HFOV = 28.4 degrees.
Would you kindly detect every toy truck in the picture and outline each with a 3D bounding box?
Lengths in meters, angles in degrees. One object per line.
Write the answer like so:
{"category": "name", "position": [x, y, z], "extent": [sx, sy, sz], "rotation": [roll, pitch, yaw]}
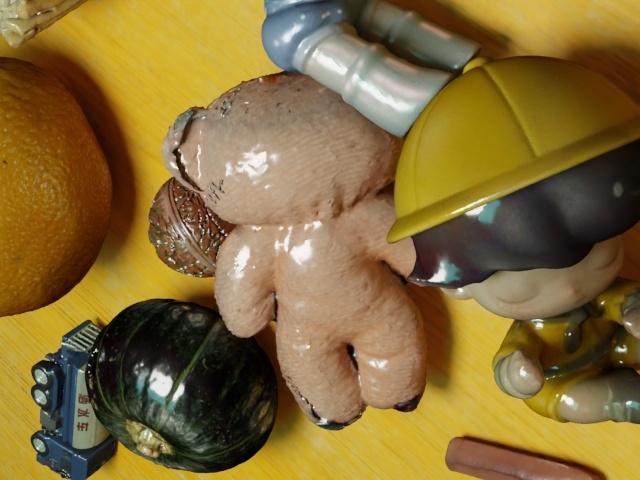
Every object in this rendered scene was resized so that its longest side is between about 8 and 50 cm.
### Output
{"category": "toy truck", "position": [-0.267, 0.178, 1.409], "extent": [0.088, 0.074, 0.202], "rotation": [27, 128, 20]}

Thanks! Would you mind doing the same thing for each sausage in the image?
{"category": "sausage", "position": [0.160, 0.186, 1.026], "extent": [0.147, 0.035, 0.030], "rotation": [8, 84, 41]}

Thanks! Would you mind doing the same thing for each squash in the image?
{"category": "squash", "position": [-0.130, 0.138, 1.192], "extent": [0.193, 0.156, 0.193], "rotation": [11, 126, 16]}

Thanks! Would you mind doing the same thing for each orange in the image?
{"category": "orange", "position": [-0.325, -0.053, 1.208], "extent": [0.264, 0.264, 0.264], "rotation": [22, 125, 35]}

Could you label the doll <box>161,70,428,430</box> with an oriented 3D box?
{"category": "doll", "position": [0.000, 0.000, 1.016], "extent": [0.156, 0.201, 0.303], "rotation": [-111, 6, -66]}

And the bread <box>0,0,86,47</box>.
{"category": "bread", "position": [-0.283, -0.305, 1.086], "extent": [0.274, 0.149, 0.274], "rotation": [36, 143, 34]}

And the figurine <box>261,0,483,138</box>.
{"category": "figurine", "position": [-0.074, -0.206, 0.888], "extent": [0.382, 0.224, 0.205], "rotation": [52, 144, 13]}

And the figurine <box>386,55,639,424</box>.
{"category": "figurine", "position": [0.144, 0.002, 0.834], "extent": [0.167, 0.192, 0.257], "rotation": [29, 142, 53]}

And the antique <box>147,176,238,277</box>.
{"category": "antique", "position": [-0.106, -0.014, 1.122], "extent": [0.104, 0.104, 0.104], "rotation": [22, 125, 35]}
